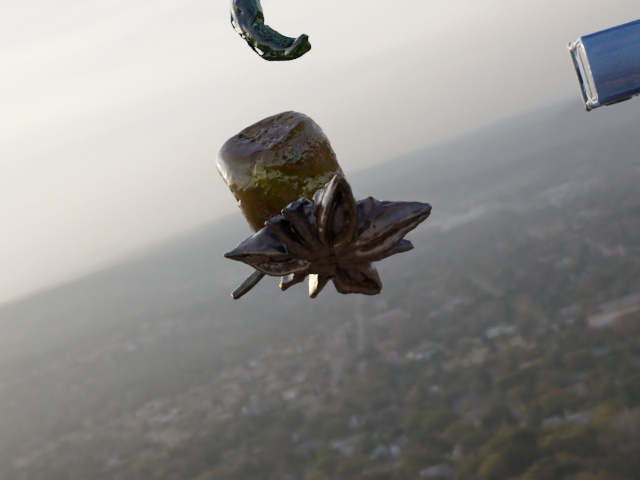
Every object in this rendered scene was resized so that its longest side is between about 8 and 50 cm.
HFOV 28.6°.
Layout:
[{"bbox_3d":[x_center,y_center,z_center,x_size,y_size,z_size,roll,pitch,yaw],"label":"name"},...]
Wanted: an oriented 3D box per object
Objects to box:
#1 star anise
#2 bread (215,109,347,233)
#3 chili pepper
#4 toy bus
[{"bbox_3d":[0.002,0.002,1.988,0.292,0.109,0.349,13,-40,-10],"label":"star anise"},{"bbox_3d":[-0.048,-0.085,2.198,0.195,0.246,0.176,-33,41,-6],"label":"bread"},{"bbox_3d":[-0.083,-0.313,1.826,0.073,0.182,0.050,-43,-30,4],"label":"chili pepper"},{"bbox_3d":[0.491,-0.273,1.817,0.234,0.116,0.133,-17,0,3],"label":"toy bus"}]
